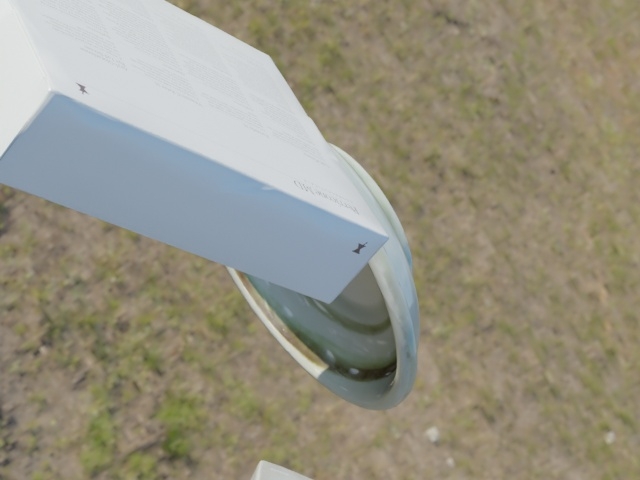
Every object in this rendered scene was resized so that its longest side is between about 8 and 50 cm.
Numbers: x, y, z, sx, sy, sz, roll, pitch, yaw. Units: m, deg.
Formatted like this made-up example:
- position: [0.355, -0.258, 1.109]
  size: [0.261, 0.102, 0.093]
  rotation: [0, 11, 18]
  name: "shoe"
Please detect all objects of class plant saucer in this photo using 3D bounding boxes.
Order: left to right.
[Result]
- position: [0.000, 0.000, 1.590]
  size: [0.100, 0.400, 0.400]
  rotation: [-33, 90, -23]
  name: "plant saucer"

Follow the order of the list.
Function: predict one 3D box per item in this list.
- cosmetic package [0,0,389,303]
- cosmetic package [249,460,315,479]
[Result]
- position: [-0.145, -0.114, 1.207]
  size: [0.377, 0.097, 0.284]
  rotation: [23, 24, -43]
  name: "cosmetic package"
- position: [-0.045, 0.265, 0.820]
  size: [0.107, 0.238, 0.127]
  rotation: [22, 21, -6]
  name: "cosmetic package"
